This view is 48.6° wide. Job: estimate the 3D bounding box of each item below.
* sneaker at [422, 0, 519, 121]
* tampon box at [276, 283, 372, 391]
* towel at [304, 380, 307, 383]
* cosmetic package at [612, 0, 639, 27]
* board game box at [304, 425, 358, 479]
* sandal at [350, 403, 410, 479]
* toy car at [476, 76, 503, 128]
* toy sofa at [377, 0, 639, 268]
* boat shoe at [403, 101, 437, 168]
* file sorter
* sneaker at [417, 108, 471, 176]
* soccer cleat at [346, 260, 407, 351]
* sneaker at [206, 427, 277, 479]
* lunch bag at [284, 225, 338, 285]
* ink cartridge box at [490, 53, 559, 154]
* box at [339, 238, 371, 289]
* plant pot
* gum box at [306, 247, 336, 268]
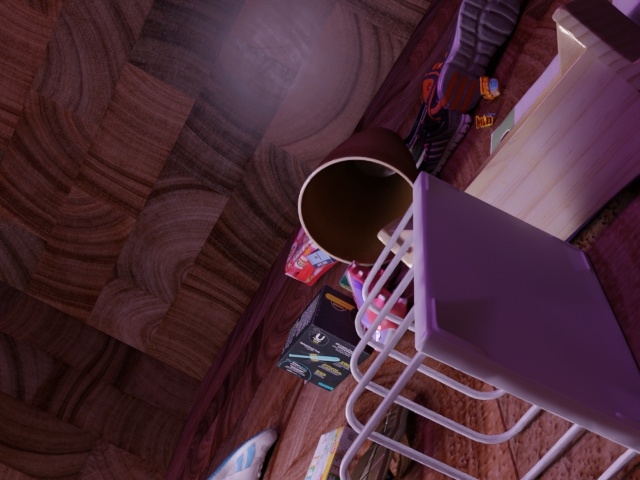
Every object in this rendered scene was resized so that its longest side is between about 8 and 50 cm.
[{"bbox_3d":[0.298,-0.398,1.501,0.321,0.124,0.180,-63,9,-8],"label":"sneaker"},{"bbox_3d":[0.014,0.182,1.308,0.161,0.120,0.101,-53,13,45],"label":"tampon box"},{"bbox_3d":[-0.010,0.274,1.537,0.083,0.009,0.060,-50,13,50],"label":"towel"},{"bbox_3d":[0.410,-0.339,0.851,0.099,0.060,0.239,-54,11,52],"label":"cosmetic package"},{"bbox_3d":[0.003,0.368,1.087,0.103,0.026,0.154,-48,15,58],"label":"board game box"},{"bbox_3d":[0.085,0.269,0.880,0.072,0.049,0.180,-49,-1,33],"label":"sandal"},{"bbox_3d":[0.312,-0.247,1.292,0.040,0.060,0.122,-5,64,26],"label":"toy car"},{"bbox_3d":[0.245,-0.079,0.806,0.150,0.177,0.362,-32,-18,-50],"label":"toy sofa"},{"bbox_3d":[0.210,-0.216,1.615,0.228,0.068,0.081,-59,8,14],"label":"boat shoe"},{"bbox_3d":[0.135,0.099,0.634,0.173,0.192,0.278,-60,8,28],"label":"file sorter"},{"bbox_3d":[0.227,-0.194,1.421,0.170,0.074,0.063,-57,9,28],"label":"sneaker"},{"bbox_3d":[0.088,0.105,1.230,0.248,0.083,0.095,-126,51,-71],"label":"soccer cleat"},{"bbox_3d":[-0.165,0.495,1.503,0.228,0.092,0.087,-44,-4,-32],"label":"sneaker"},{"bbox_3d":[0.000,0.000,1.994,0.293,0.120,0.258,-47,17,58],"label":"lunch bag"},{"bbox_3d":[0.311,-0.173,0.929,0.235,0.056,0.171,-59,8,39],"label":"ink cartridge box"},{"bbox_3d":[0.081,0.057,1.511,0.105,0.043,0.179,-62,-6,-5],"label":"box"},{"bbox_3d":[0.101,-0.117,1.403,0.237,0.237,0.254,-55,8,36],"label":"plant pot"},{"bbox_3d":[0.068,-0.009,1.610,0.184,0.041,0.157,-36,4,-16],"label":"gum box"}]
